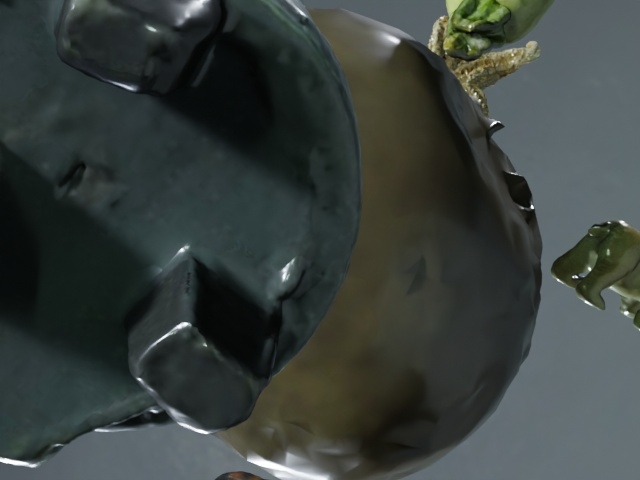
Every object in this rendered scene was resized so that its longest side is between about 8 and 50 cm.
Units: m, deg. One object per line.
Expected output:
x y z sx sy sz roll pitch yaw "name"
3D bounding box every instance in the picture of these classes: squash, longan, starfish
0.169 -0.247 1.396 0.287 0.137 0.137 -60 -9 -27 "squash"
0.001 -0.007 1.362 0.404 0.436 0.404 -48 -13 -15 "longan"
0.151 -0.174 1.689 0.210 0.150 0.053 -22 5 -12 "starfish"

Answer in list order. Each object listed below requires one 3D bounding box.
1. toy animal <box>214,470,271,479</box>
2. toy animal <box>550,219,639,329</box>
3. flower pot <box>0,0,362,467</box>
-0.054 0.274 1.022 0.170 0.255 0.090 -9 -27 -26 "toy animal"
0.341 0.037 1.628 0.101 0.219 0.103 -59 38 6 "toy animal"
-0.119 -0.031 0.803 0.283 0.299 0.299 -95 27 -70 "flower pot"
